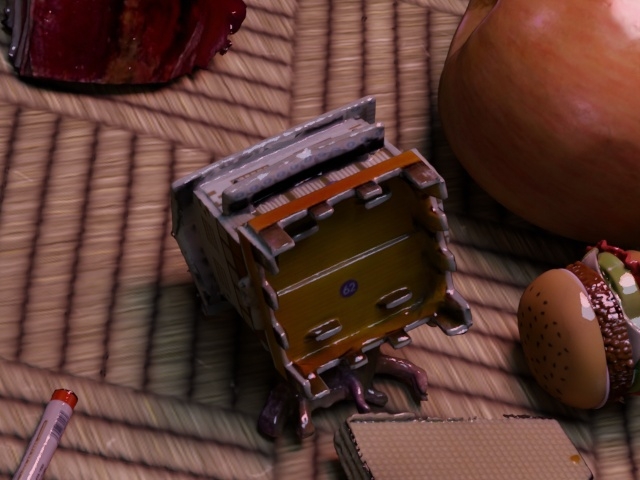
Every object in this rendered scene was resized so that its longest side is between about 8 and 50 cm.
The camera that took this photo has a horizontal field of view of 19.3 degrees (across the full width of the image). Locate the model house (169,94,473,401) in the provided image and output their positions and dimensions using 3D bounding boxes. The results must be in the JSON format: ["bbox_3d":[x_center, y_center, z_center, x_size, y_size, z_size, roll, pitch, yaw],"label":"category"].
[{"bbox_3d":[0.000,0.000,1.756,0.224,0.198,0.215,-25,36,-14],"label":"model house"}]

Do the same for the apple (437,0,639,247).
[{"bbox_3d":[0.321,-0.179,1.998,0.346,0.391,0.391,29,45,-4],"label":"apple"}]

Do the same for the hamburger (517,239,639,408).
[{"bbox_3d":[0.273,0.092,1.892,0.137,0.175,0.175,-16,57,-18],"label":"hamburger"}]

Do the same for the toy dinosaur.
[{"bbox_3d":[0.012,0.086,1.840,0.200,0.072,0.251,1,60,-9],"label":"toy dinosaur"}]

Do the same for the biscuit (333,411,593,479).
[{"bbox_3d":[0.144,0.227,1.761,0.252,0.052,0.150,2,38,-29],"label":"biscuit"}]

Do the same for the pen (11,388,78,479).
[{"bbox_3d":[-0.258,0.214,1.633,0.026,0.026,0.218,23,45,-3],"label":"pen"}]

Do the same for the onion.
[{"bbox_3d":[-0.221,-0.319,2.048,0.280,0.146,0.314,-7,51,-23],"label":"onion"}]
